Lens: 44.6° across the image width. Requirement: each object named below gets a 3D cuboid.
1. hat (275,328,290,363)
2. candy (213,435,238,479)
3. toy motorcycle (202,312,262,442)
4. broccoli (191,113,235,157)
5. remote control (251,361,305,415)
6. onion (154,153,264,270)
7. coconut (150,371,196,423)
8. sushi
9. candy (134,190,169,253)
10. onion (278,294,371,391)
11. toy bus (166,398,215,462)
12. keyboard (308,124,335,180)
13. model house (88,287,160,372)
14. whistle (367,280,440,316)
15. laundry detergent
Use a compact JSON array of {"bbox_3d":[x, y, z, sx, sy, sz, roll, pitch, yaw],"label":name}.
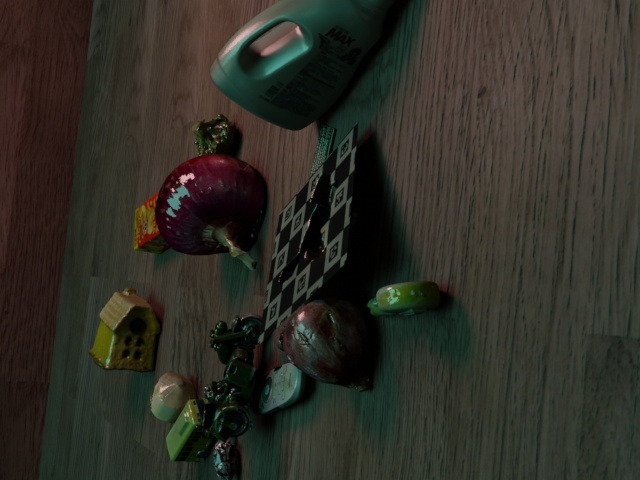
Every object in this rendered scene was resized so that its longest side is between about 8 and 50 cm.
[{"bbox_3d":[-0.079,0.225,1.675,0.087,0.042,0.058,-62,36,31],"label":"hat"},{"bbox_3d":[-0.229,0.524,1.826,0.051,0.094,0.226,70,-168,-59],"label":"candy"},{"bbox_3d":[-0.199,0.305,1.731,0.205,0.127,0.275,-121,44,-77],"label":"toy motorcycle"},{"bbox_3d":[-0.283,-0.269,2.054,0.131,0.120,0.130,-39,39,17],"label":"broccoli"},{"bbox_3d":[-0.090,0.319,1.672,0.256,0.045,0.097,-33,46,56],"label":"remote control"},{"bbox_3d":[-0.280,-0.088,1.909,0.272,0.230,0.256,-158,78,-66],"label":"onion"},{"bbox_3d":[-0.393,0.418,2.094,0.122,0.116,0.116,-60,37,34],"label":"coconut"},{"bbox_3d":[0.000,0.000,1.538,0.359,0.064,0.343,-45,30,47],"label":"sushi"},{"bbox_3d":[-0.479,-0.060,2.369,0.276,0.088,0.146,-22,64,55],"label":"candy"},{"bbox_3d":[0.026,0.196,1.423,0.195,0.159,0.159,53,134,13],"label":"onion"},{"bbox_3d":[-0.315,0.476,1.959,0.175,0.101,0.088,-58,38,32],"label":"toy bus"},{"bbox_3d":[0.002,-0.178,1.655,0.049,0.015,0.129,29,108,57],"label":"keyboard"},{"bbox_3d":[-0.604,0.271,2.416,0.193,0.175,0.234,18,102,60],"label":"model house"},{"bbox_3d":[0.129,0.107,1.313,0.198,0.104,0.057,144,122,-68],"label":"whistle"},{"bbox_3d":[-0.006,-0.396,1.518,0.398,0.264,0.124,-38,47,34],"label":"laundry detergent"}]
